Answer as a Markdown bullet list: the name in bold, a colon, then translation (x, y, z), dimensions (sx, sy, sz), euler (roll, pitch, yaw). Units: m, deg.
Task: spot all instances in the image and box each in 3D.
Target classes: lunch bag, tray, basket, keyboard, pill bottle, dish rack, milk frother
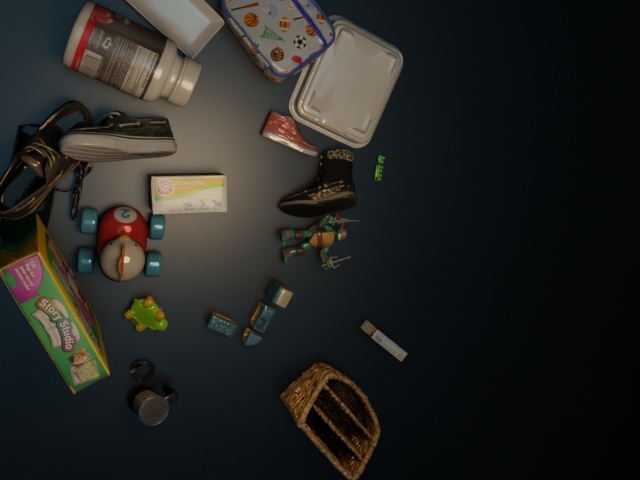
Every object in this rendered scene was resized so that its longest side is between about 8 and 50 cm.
- **lunch bag**: translation (-0.116, -0.609, 1.830), dimensions (0.243, 0.115, 0.303), euler (-38, 99, -7)
- **tray**: translation (-0.403, -0.629, 1.792), dimensions (0.270, 0.030, 0.145), euler (41, 85, -20)
- **basket**: translation (0.058, 0.543, 2.056), dimensions (0.213, 0.223, 0.299), euler (-40, 108, -8)
- **keyboard**: translation (-0.722, -0.140, 1.774), dimensions (0.202, 0.033, 0.316), euler (13, 96, -14)
- **pill bottle**: translation (-0.478, -0.465, 1.719), dimensions (0.319, 0.176, 0.176), euler (22, 92, -21)
- **dish rack**: translation (0.089, -0.463, 1.968), dimensions (0.286, 0.072, 0.332), euler (23, 93, -21)
- **milk frother**: translation (-0.492, 0.428, 1.895), dimensions (0.129, 0.135, 0.143), euler (-43, 112, -22)

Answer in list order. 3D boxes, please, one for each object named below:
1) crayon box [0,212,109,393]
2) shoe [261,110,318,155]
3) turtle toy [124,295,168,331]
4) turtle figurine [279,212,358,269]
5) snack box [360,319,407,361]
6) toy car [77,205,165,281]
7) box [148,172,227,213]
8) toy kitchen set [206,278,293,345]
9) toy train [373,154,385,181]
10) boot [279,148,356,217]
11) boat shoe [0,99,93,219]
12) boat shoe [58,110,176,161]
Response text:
- **crayon box**: translation (-0.662, 0.148, 1.662), dimensions (0.106, 0.313, 0.362), euler (-26, 117, -12)
- **shoe**: translation (-0.077, -0.310, 1.940), dimensions (0.178, 0.063, 0.081), euler (21, 98, -16)
- **turtle toy**: translation (-0.484, 0.211, 1.896), dimensions (0.095, 0.066, 0.130), euler (-29, 112, 13)
- **turtle figurine**: translation (0.000, 0.000, 1.993), dimensions (0.234, 0.118, 0.175), euler (-10, 111, -6)
- **snack box**: translation (0.201, 0.318, 2.128), dimensions (0.141, 0.100, 0.037), euler (41, 86, -21)
- **toy car**: translation (-0.519, 0.022, 1.759), dimensions (0.219, 0.238, 0.210), euler (5, 98, -20)
- **box**: translation (-0.368, -0.132, 1.849), dimensions (0.203, 0.114, 0.103), euler (-3, 100, -17)
- **toy kitchen set**: translation (-0.211, 0.196, 1.956), dimensions (0.166, 0.122, 0.207), euler (28, 90, -21)
- **toy train**: translation (0.181, -0.224, 2.069), dimensions (0.024, 0.017, 0.083), euler (8, 97, -10)
- **boot**: translation (-0.004, -0.168, 1.977), dimensions (0.085, 0.237, 0.178), euler (49, 39, -55)
- **boat shoe**: translation (-0.697, -0.194, 1.687), dimensions (0.132, 0.130, 0.355), euler (34, 90, -15)
- **boat shoe**: translation (-0.527, -0.274, 1.732), dimensions (0.335, 0.121, 0.119), euler (-9, 84, -53)
